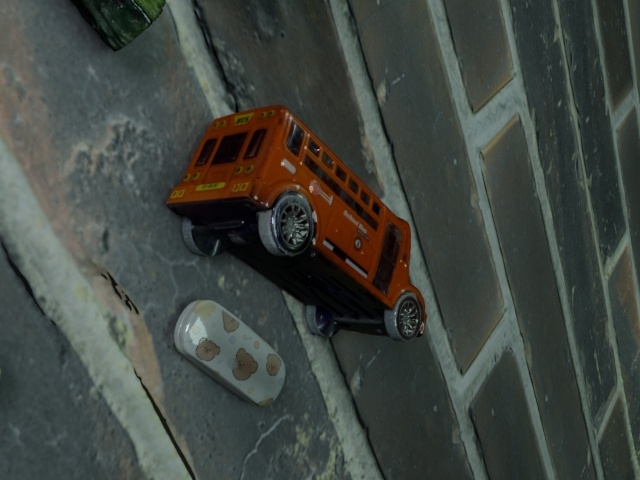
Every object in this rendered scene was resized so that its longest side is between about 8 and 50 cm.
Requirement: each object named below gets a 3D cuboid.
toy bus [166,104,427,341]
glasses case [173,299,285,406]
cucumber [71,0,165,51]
[{"bbox_3d":[0.000,0.000,0.736,0.329,0.143,0.153,40,59,-40],"label":"toy bus"},{"bbox_3d":[-0.093,0.123,0.706,0.164,0.041,0.063,49,56,-38],"label":"glasses case"},{"bbox_3d":[-0.220,-0.260,0.539,0.211,0.062,0.078,51,21,-30],"label":"cucumber"}]
